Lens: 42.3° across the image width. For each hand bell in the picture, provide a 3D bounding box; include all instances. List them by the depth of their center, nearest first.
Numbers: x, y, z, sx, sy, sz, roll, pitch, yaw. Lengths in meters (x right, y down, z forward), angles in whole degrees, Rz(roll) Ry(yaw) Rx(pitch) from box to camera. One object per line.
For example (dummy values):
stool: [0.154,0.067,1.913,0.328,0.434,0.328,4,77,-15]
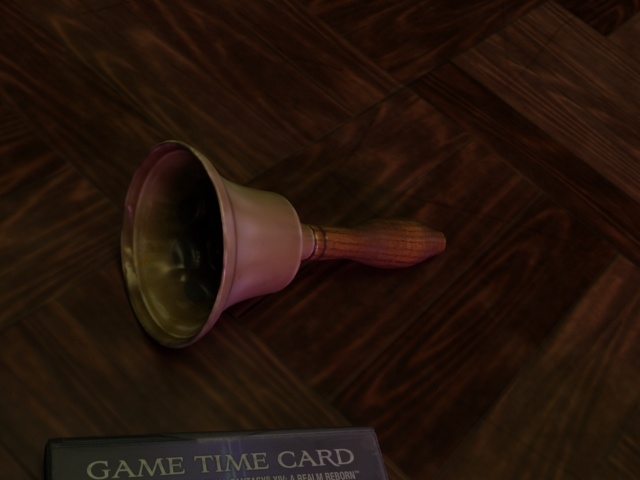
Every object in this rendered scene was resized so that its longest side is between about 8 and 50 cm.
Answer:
hand bell: [0.000,0.000,0.576,0.242,0.126,0.126,-1,51,-39]

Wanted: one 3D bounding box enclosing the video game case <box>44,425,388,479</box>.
video game case: [-0.030,0.218,0.399,0.196,0.026,0.274,3,46,-22]
